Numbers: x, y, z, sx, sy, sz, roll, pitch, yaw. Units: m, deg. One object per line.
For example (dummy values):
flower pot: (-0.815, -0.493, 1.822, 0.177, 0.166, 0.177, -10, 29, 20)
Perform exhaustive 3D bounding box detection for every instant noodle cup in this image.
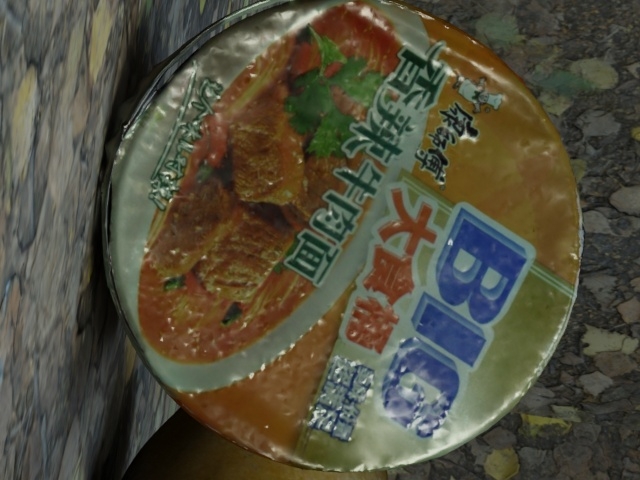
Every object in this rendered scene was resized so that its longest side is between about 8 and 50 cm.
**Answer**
instant noodle cup: (0.000, 0.000, 1.190, 0.214, 0.296, 0.296, 160, -61, -81)

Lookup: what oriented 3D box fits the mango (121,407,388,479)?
mango: (-0.064, 0.244, 1.303, 0.221, 0.198, 0.384, 114, -6, -51)
